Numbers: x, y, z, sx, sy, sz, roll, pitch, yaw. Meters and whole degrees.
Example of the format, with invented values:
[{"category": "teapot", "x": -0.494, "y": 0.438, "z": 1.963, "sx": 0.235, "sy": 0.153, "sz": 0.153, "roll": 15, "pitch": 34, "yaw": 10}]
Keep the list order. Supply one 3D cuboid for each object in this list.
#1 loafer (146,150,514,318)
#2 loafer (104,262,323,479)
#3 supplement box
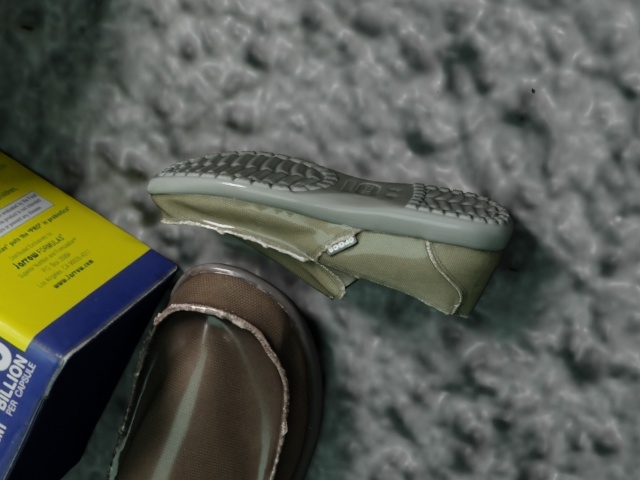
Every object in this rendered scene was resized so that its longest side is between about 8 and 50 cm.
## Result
[{"category": "loafer", "x": 0.000, "y": 0.000, "z": 1.235, "sx": 0.251, "sy": 0.094, "sz": 0.087, "roll": 12, "pitch": 107, "yaw": 15}, {"category": "loafer", "x": -0.091, "y": 0.195, "z": 1.312, "sx": 0.134, "sy": 0.130, "sz": 0.366, "roll": 16, "pitch": 112, "yaw": 13}, {"category": "supplement box", "x": -0.319, "y": 0.029, "z": 1.301, "sx": 0.356, "sy": 0.195, "sz": 0.194, "roll": 32, "pitch": 115, "yaw": 7}]
